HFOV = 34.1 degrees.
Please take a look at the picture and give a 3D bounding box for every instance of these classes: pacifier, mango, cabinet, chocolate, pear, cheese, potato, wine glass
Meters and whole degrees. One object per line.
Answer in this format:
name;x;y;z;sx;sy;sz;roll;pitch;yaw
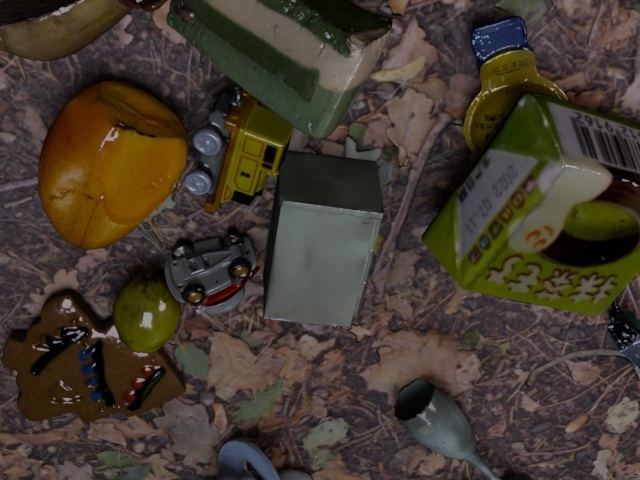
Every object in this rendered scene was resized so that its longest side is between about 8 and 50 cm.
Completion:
pacifier;-0.095;0.475;1.840;0.207;0.227;0.279;-14;135;-43
mango;-0.308;-0.094;1.461;0.187;0.138;0.257;21;125;-35
cabinet;0.000;0.000;1.526;0.150;0.145;0.206;6;123;-7
chocolate;0.345;-0.035;1.476;0.300;0.137;0.289;13;131;-26
pear;-0.268;0.109;1.609;0.107;0.107;0.131;11;105;-10
cheese;0.269;-0.196;1.456;0.156;0.064;0.250;-14;126;6
potato;-0.326;-0.278;1.351;0.261;0.120;0.100;-17;129;9
wine glass;0.261;0.402;1.731;0.096;0.264;0.309;-38;117;13

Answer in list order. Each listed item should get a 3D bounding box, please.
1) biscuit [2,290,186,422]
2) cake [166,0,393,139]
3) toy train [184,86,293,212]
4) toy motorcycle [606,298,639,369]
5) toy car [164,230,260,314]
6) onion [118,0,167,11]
biscuit;-0.366;0.209;1.707;0.301;0.043;0.278;12;122;-10
cake;-0.060;-0.257;1.343;0.283;0.172;0.158;23;117;-14
toy train;-0.113;-0.120;1.447;0.127;0.089;0.219;20;136;-1
toy motorcycle;0.516;0.164;1.687;0.173;0.100;0.058;35;114;-26
toy car;-0.157;0.061;1.593;0.139;0.112;0.112;-19;137;-1
onion;-0.202;-0.397;1.107;0.347;0.385;0.348;-9;150;-5
